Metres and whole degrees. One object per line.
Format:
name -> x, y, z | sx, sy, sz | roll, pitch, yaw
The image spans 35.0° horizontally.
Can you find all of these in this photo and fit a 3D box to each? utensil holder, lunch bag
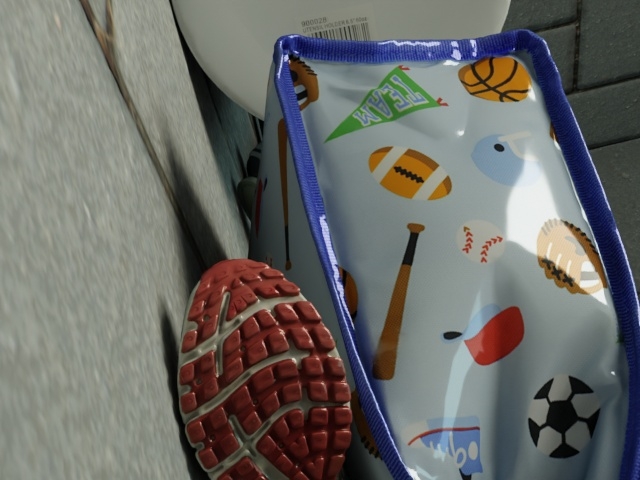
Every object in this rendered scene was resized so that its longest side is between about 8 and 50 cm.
utensil holder -> 0.016, -0.293, 1.045 | 0.385, 0.328, 0.327 | -91, 168, -73
lunch bag -> 0.083, 0.101, 0.706 | 0.327, 0.239, 0.385 | 98, -16, -55

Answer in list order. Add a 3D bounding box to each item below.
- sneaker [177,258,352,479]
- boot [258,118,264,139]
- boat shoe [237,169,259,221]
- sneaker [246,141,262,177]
sneaker -> -0.029, 0.120, 0.553 | 0.093, 0.088, 0.225 | -165, -119, -70
boot -> -0.039, -0.150, 1.478 | 0.445, 0.146, 0.366 | -84, 159, -72
boat shoe -> 0.000, 0.000, 1.102 | 0.227, 0.068, 0.081 | 50, -26, -23
sneaker -> -0.007, 0.036, 1.208 | 0.321, 0.127, 0.126 | 52, -12, -3
